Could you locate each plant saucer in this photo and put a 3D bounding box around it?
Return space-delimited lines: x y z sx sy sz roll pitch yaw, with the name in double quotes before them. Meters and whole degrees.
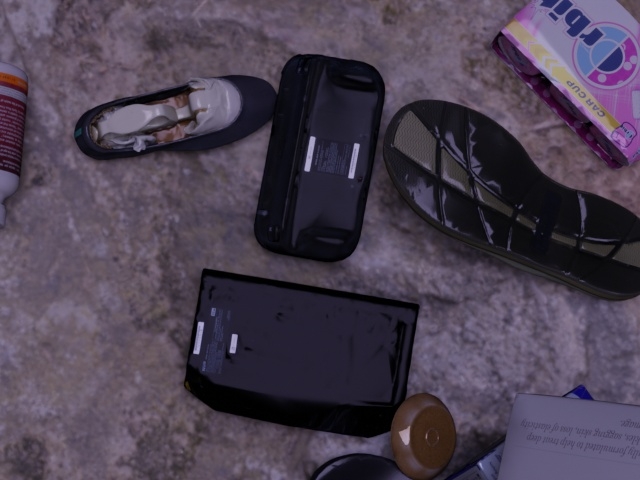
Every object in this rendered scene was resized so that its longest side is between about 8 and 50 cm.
"plant saucer" 0.102 0.187 1.395 0.083 0.015 0.083 4 83 -38

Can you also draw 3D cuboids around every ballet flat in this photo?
"ballet flat" -0.139 -0.120 1.424 0.203 0.074 0.074 -12 82 -6

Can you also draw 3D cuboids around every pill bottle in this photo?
"pill bottle" -0.327 -0.091 1.400 0.086 0.086 0.152 3 80 -3

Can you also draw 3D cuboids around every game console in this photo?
"game console" 0.000 0.000 1.421 0.213 0.044 0.362 10 85 -2

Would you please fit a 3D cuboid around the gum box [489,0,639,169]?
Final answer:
"gum box" 0.275 -0.170 1.460 0.107 0.062 0.188 -44 86 -9

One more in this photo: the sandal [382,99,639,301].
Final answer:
"sandal" 0.185 -0.025 1.428 0.302 0.086 0.120 31 74 -13

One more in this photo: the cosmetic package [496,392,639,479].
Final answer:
"cosmetic package" 0.350 0.251 1.242 0.385 0.217 0.156 23 77 -35

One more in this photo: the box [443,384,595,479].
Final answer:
"box" 0.189 0.210 1.349 0.137 0.126 0.072 -31 81 -25

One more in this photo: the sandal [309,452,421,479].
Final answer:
"sandal" 0.098 0.294 1.380 0.254 0.054 0.097 43 81 4
